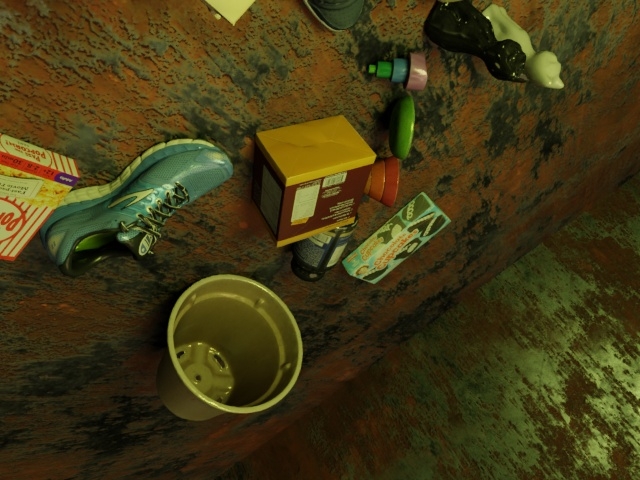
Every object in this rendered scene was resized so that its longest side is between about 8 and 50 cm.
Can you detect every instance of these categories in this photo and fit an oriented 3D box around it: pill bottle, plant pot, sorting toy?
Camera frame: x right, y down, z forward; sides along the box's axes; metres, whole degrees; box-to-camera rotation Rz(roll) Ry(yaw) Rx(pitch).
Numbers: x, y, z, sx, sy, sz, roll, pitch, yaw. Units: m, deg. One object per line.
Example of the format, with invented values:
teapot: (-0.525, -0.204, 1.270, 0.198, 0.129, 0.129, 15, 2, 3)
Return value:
pill bottle: (0.000, 0.000, 1.118, 0.122, 0.123, 0.219, -12, 145, -33)
plant pot: (-0.265, 0.304, 1.162, 0.333, 0.334, 0.305, -5, 152, -41)
sorting toy: (0.118, -0.219, 0.964, 0.126, 0.127, 0.366, 3, 141, -3)

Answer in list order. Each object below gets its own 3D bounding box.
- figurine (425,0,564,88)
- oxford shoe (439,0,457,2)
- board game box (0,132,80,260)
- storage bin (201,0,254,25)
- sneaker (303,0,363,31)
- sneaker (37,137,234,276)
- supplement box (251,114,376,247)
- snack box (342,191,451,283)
figurine: (0.329, -0.346, 0.834, 0.214, 0.209, 0.092, -8, 142, -38)
oxford shoe: (0.327, -0.491, 0.751, 0.348, 0.123, 0.130, -25, 176, -17)
board game box: (-0.465, -0.060, 0.651, 0.193, 0.045, 0.146, -43, 149, 17)
storage bin: (-0.155, -0.333, 0.332, 0.123, 0.260, 0.262, -39, 151, 18)
sneaker: (0.028, -0.358, 0.577, 0.099, 0.153, 0.282, -31, 151, -3)
sneaker: (-0.283, -0.043, 0.752, 0.330, 0.147, 0.130, -31, 151, -6)
supplement box: (-0.022, -0.117, 0.915, 0.191, 0.129, 0.194, -19, 148, -25)
snack box: (0.235, 0.003, 1.417, 0.322, 0.060, 0.187, -42, 149, 15)
